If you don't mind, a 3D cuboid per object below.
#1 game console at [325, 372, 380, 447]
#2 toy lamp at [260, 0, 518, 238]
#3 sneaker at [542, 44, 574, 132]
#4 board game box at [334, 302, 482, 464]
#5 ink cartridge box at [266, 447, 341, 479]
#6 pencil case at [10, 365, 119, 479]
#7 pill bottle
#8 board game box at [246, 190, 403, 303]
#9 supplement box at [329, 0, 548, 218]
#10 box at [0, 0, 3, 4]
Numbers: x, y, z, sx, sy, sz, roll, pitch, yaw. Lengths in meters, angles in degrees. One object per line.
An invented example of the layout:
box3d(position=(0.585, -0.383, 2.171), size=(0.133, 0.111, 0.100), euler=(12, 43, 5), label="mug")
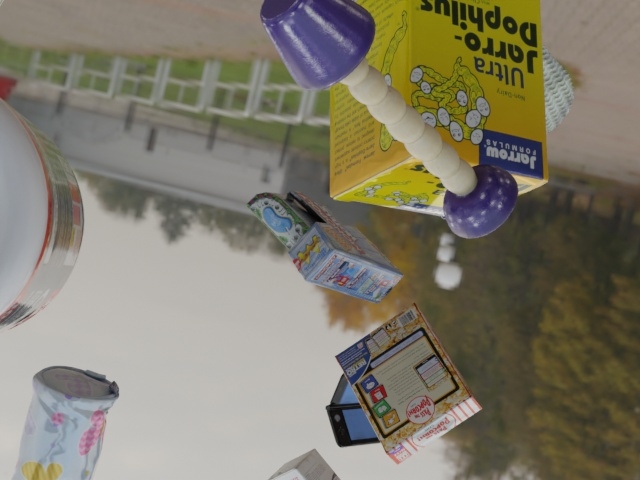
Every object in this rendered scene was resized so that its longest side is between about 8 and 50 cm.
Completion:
box3d(position=(0.077, 0.272, 1.977), size=(0.122, 0.107, 0.071), euler=(2, 151, -40), label="game console")
box3d(position=(0.055, -0.105, 0.967), size=(0.080, 0.080, 0.274), euler=(16, 159, 50), label="toy lamp")
box3d(position=(0.361, -0.326, 2.259), size=(0.146, 0.102, 0.293), euler=(39, 172, 49), label="sneaker")
box3d(position=(0.123, 0.204, 1.757), size=(0.045, 0.146, 0.193), euler=(49, -171, -47), label="board game box")
box3d(position=(-0.006, 0.399, 1.881), size=(0.056, 0.135, 0.099), euler=(-41, -177, -41), label="ink cartridge box")
box3d(position=(-0.347, 0.300, 1.589), size=(0.113, 0.273, 0.124), euler=(16, -173, -2), label="pencil case")
box3d(position=(-0.306, -0.019, 1.004), size=(0.210, 0.210, 0.363), euler=(13, 178, -4), label="pill bottle")
box3d(position=(0.000, 0.000, 1.623), size=(0.194, 0.060, 0.194), euler=(45, -167, 15), label="board game box")
box3d(position=(0.140, -0.228, 1.502), size=(0.194, 0.357, 0.195), euler=(8, 163, -28), label="supplement box")
box3d(position=(-0.408, -0.406, 1.532), size=(0.113, 0.275, 0.094), euler=(30, -166, -37), label="box")
